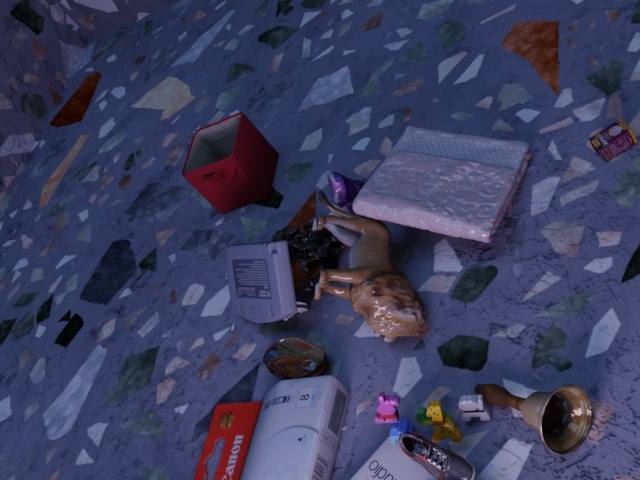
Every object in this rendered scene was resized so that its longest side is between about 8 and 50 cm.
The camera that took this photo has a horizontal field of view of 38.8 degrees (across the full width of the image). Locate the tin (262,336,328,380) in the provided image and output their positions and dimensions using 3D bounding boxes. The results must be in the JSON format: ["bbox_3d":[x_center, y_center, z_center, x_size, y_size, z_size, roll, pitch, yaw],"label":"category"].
[{"bbox_3d":[-0.056,0.277,2.094,0.106,0.040,0.190,-41,30,-21],"label":"tin"}]

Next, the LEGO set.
[{"bbox_3d":[0.204,0.330,1.736,0.227,0.093,0.087,-5,33,15],"label":"LEGO set"}]

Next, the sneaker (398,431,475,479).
[{"bbox_3d":[0.205,0.398,1.651,0.158,0.065,0.061,22,77,30],"label":"sneaker"}]

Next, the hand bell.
[{"bbox_3d":[0.371,0.304,1.695,0.126,0.126,0.242,-54,28,-15],"label":"hand bell"}]

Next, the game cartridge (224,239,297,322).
[{"bbox_3d":[-0.148,0.102,2.227,0.062,0.198,0.297,-14,5,-29],"label":"game cartridge"}]

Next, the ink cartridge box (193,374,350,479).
[{"bbox_3d":[-0.141,0.459,1.978,0.385,0.091,0.308,-11,47,32],"label":"ink cartridge box"}]

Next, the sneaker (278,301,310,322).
[{"bbox_3d":[-0.068,0.177,2.232,0.109,0.040,0.043,-15,62,35],"label":"sneaker"}]

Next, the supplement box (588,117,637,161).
[{"bbox_3d":[0.641,-0.220,1.990,0.083,0.043,0.055,-34,40,11],"label":"supplement box"}]

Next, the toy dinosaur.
[{"bbox_3d":[0.000,0.000,2.258,0.322,0.164,0.218,-31,21,40],"label":"toy dinosaur"}]

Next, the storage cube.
[{"bbox_3d":[-0.260,-0.221,2.644,0.184,0.193,0.215,-17,45,28],"label":"storage cube"}]

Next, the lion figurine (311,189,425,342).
[{"bbox_3d":[0.107,0.044,2.051,0.240,0.142,0.392,4,53,-8],"label":"lion figurine"}]

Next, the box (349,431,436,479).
[{"bbox_3d":[0.126,0.526,1.709,0.322,0.058,0.232,-48,38,-7],"label":"box"}]

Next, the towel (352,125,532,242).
[{"bbox_3d":[0.285,-0.141,2.099,0.332,0.053,0.317,13,50,27],"label":"towel"}]

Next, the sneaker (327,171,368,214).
[{"bbox_3d":[0.084,-0.122,2.258,0.105,0.236,0.095,-10,79,12],"label":"sneaker"}]
